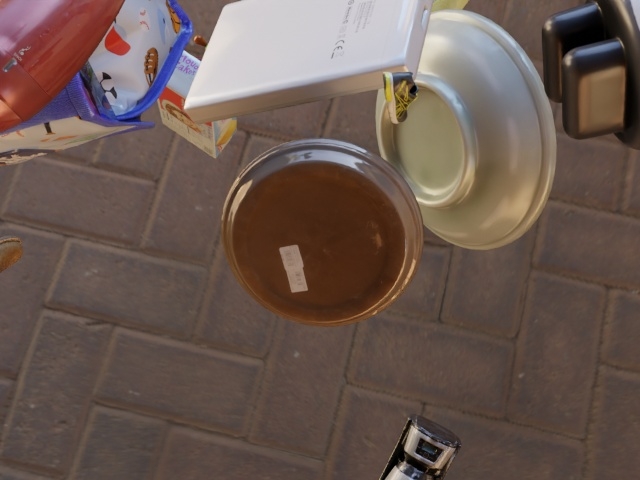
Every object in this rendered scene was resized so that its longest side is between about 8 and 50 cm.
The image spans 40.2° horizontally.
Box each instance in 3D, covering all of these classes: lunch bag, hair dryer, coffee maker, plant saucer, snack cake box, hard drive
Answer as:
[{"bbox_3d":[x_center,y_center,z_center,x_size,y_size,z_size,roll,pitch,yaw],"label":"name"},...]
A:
[{"bbox_3d":[-0.361,-0.221,1.055,0.327,0.239,0.386,-11,35,13],"label":"lunch bag"},{"bbox_3d":[-0.262,-0.145,0.696,0.293,0.080,0.224,-33,33,12],"label":"hair dryer"},{"bbox_3d":[0.159,0.402,1.548,0.120,0.171,0.178,27,90,-16],"label":"coffee maker"},{"bbox_3d":[0.198,-0.167,1.428,0.100,0.400,0.401,-19,71,-31],"label":"plant saucer"},{"bbox_3d":[-0.266,-0.291,1.883,0.152,0.264,0.089,35,76,3],"label":"snack cake box"},{"bbox_3d":[-0.014,-0.290,1.265,0.353,0.047,0.233,-6,52,29],"label":"hard drive"},{"bbox_3d":[0.000,0.000,1.172,0.277,0.041,0.278,2,114,5],"label":"plant saucer"}]

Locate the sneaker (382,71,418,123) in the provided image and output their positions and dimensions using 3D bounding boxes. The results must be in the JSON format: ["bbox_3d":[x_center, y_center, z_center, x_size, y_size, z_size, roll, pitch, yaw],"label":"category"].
[{"bbox_3d":[0.088,-0.150,0.929,0.035,0.083,0.031,-7,68,11],"label":"sneaker"}]

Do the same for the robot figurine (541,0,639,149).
[{"bbox_3d":[0.351,-0.181,0.809,0.278,0.173,0.209,-15,86,4],"label":"robot figurine"}]

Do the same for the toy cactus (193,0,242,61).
[{"bbox_3d":[-0.199,-0.441,1.884,0.219,0.180,0.112,-39,92,-3],"label":"toy cactus"}]

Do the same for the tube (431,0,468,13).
[{"bbox_3d":[0.222,-0.427,1.606,0.240,0.062,0.070,-50,36,16],"label":"tube"}]

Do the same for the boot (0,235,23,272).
[{"bbox_3d":[-0.708,0.091,1.813,0.115,0.305,0.112,35,124,6],"label":"boot"}]

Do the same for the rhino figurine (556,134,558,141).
[{"bbox_3d":[0.315,-0.181,1.567,0.243,0.073,0.106,-5,61,-11],"label":"rhino figurine"}]
